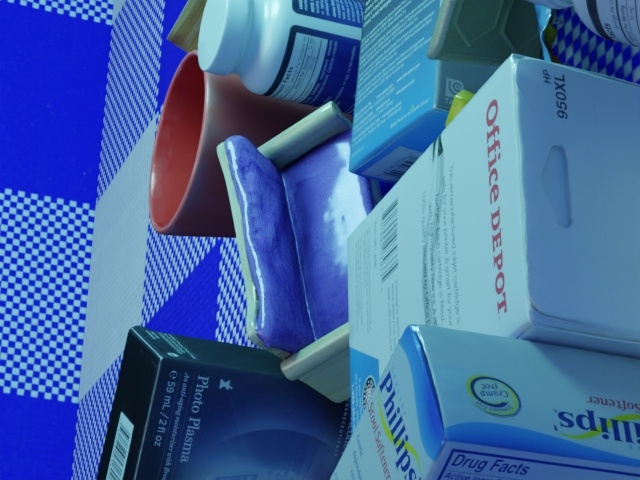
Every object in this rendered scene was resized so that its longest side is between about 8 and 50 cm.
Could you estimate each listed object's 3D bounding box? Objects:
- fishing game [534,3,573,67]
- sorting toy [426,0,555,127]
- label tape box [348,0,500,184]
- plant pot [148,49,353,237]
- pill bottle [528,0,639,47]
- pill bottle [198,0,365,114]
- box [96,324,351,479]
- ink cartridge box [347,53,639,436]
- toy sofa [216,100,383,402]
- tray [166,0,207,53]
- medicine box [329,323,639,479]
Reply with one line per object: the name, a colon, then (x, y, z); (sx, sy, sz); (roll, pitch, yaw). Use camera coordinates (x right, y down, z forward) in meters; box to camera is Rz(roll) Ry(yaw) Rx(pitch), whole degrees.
fishing game: (0.233, -0.211, 1.657); (0.264, 0.041, 0.189); (69, -166, -53)
sorting toy: (0.182, -0.243, 1.737); (0.041, 0.229, 0.307); (26, 108, 32)
label tape box: (0.141, -0.266, 1.988); (0.249, 0.115, 0.348); (146, 134, -63)
plant pot: (-0.093, -0.120, 2.362); (0.275, 0.243, 0.275); (-170, 90, -71)
pill bottle: (0.292, -0.221, 1.282); (0.278, 0.162, 0.162); (21, 102, 33)
pill bottle: (-0.020, -0.259, 2.198); (0.153, 0.264, 0.153); (-169, 90, -71)
box: (-0.120, 0.290, 2.143); (0.183, 0.294, 0.296); (-153, 75, -68)
ink cartridge box: (0.176, 0.045, 1.637); (0.395, 0.166, 0.286); (131, 144, -55)
toy sofa: (0.000, 0.000, 2.041); (0.150, 0.177, 0.363); (-31, 46, 21)
tray: (-0.072, -0.448, 2.301); (0.411, 0.076, 0.203); (-53, 7, 46)
medicine box: (0.157, 0.239, 1.441); (0.149, 0.263, 0.289); (-106, 33, -50)
